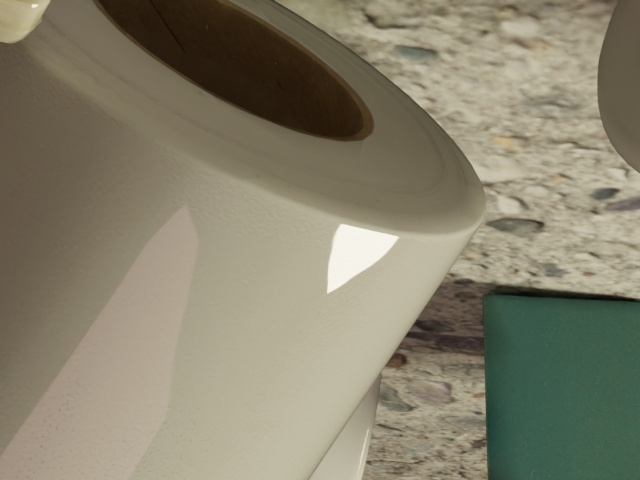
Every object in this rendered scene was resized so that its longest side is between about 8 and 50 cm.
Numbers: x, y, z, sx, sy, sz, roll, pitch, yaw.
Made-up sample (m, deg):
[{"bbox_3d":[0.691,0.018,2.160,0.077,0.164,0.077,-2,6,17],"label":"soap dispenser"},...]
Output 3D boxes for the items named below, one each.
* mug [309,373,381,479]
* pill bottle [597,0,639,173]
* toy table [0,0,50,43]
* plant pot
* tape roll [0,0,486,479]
[{"bbox_3d":[-0.152,0.133,0.901,0.328,0.276,0.374,13,164,13],"label":"mug"},{"bbox_3d":[0.239,-0.043,0.522,0.229,0.131,0.131,24,153,-32],"label":"pill bottle"},{"bbox_3d":[-0.176,-0.171,0.345,0.274,0.161,0.252,15,157,-10],"label":"toy table"},{"bbox_3d":[0.244,0.143,0.934,0.234,0.165,0.165,-1,156,8],"label":"plant pot"},{"bbox_3d":[-0.075,-0.010,0.517,0.246,0.246,0.169,21,114,-26],"label":"tape roll"}]
